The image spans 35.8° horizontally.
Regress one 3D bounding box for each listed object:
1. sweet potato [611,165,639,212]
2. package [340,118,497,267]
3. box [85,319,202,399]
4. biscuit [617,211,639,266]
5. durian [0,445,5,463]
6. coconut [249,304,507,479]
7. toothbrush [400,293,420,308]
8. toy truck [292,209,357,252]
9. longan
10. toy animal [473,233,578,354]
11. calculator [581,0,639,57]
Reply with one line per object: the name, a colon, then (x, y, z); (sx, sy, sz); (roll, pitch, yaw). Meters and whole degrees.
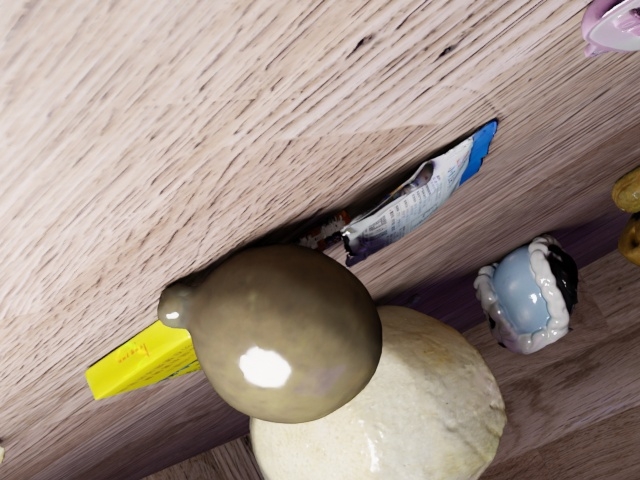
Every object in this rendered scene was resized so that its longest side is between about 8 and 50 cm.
sweet potato: (0.557, -0.116, 1.577); (0.233, 0.062, 0.081); (-39, -177, 37)
package: (0.091, -0.038, 0.937); (0.173, 0.027, 0.171); (-38, 167, -6)
box: (-0.120, 0.108, 1.132); (0.153, 0.041, 0.279); (-34, 166, 28)
biscuit: (0.623, -0.100, 1.573); (0.314, 0.063, 0.367); (-51, -174, -35)
durian: (-0.423, 0.275, 1.171); (0.066, 0.052, 0.130); (-34, 166, 22)
coconut: (0.098, 0.290, 1.599); (0.415, 0.415, 0.344); (-6, 113, -60)
toothbrush: (0.155, 0.136, 1.922); (0.017, 0.014, 0.194); (-22, 168, -21)
toy truck: (0.000, 0.000, 0.943); (0.083, 0.024, 0.032); (-32, 160, 29)
longan: (-0.046, 0.081, 0.893); (0.204, 0.159, 0.185); (15, 159, -9)
toy animal: (0.391, 0.096, 1.897); (0.204, 0.156, 0.208); (-31, -161, 31)
calculator: (0.308, -0.207, 0.675); (0.294, 0.043, 0.194); (-29, 170, 30)
